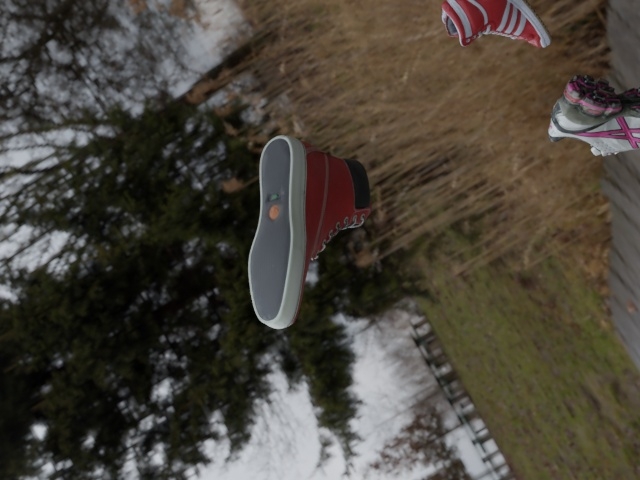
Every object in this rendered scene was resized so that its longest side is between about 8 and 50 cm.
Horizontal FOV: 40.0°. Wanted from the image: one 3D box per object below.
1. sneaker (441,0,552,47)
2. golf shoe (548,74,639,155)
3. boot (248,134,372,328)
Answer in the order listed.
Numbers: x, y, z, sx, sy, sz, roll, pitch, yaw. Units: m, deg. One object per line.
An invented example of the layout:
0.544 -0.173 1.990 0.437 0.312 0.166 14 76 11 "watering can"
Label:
0.151 -0.189 0.765 0.118 0.067 0.042 31 -156 -42 "sneaker"
0.361 -0.139 1.052 0.067 0.186 0.086 -92 18 -46 "golf shoe"
0.000 0.000 1.149 0.176 0.088 0.244 15 -103 -43 "boot"
